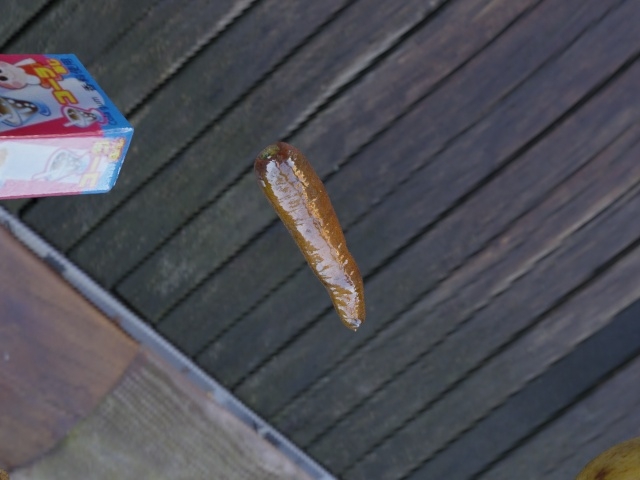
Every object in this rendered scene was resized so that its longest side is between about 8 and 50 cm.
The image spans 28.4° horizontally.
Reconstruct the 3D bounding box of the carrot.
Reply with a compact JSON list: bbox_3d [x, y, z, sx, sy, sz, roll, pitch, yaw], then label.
[{"bbox_3d":[0.000,0.000,1.311,0.059,0.059,0.248,-26,120,3],"label":"carrot"}]

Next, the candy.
[{"bbox_3d":[-0.373,-0.124,1.357,0.306,0.157,0.100,-7,136,-41],"label":"candy"}]

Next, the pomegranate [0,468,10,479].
[{"bbox_3d":[-0.455,0.366,1.246,0.412,0.411,0.411,-6,121,-9],"label":"pomegranate"}]

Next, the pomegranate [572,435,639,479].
[{"bbox_3d":[0.468,0.469,1.725,0.417,0.416,0.416,-6,121,-9],"label":"pomegranate"}]
